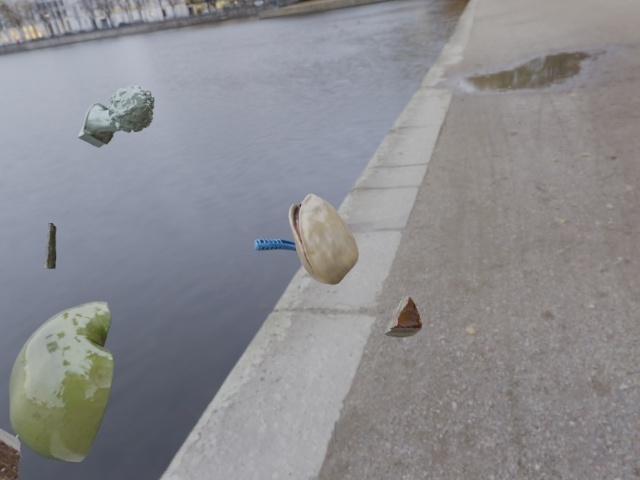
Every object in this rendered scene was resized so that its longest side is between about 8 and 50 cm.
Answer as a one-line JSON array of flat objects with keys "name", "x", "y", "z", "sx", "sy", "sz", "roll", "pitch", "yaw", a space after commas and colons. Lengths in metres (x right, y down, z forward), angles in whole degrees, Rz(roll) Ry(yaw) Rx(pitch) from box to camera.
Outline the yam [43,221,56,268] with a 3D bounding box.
[{"name": "yam", "x": -0.730, "y": 0.013, "z": 1.354, "sx": 0.033, "sy": 0.129, "sz": 0.027, "roll": 10, "pitch": 7, "yaw": 4}]

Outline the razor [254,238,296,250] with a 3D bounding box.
[{"name": "razor", "x": -0.061, "y": 0.012, "z": 1.397, "sx": 0.254, "sy": 0.042, "sz": 0.082, "roll": 0, "pitch": 18, "yaw": -22}]

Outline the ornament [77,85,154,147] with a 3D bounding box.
[{"name": "ornament", "x": -0.603, "y": -0.348, "z": 1.441, "sx": 0.286, "sy": 0.120, "sz": 0.130, "roll": -17, "pitch": 59, "yaw": 28}]

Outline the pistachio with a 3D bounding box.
[{"name": "pistachio", "x": 0.000, "y": 0.000, "z": 1.243, "sx": 0.158, "sy": 0.229, "sz": 0.157, "roll": -26, "pitch": 1, "yaw": 1}]

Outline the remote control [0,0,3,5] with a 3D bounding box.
[{"name": "remote control", "x": -0.780, "y": -0.482, "z": 1.016, "sx": 0.231, "sy": 0.049, "sz": 0.090, "roll": -19, "pitch": 40, "yaw": -14}]

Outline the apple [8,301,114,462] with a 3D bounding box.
[{"name": "apple", "x": -0.619, "y": 0.361, "z": 1.247, "sx": 0.312, "sy": 0.360, "sz": 0.320, "roll": 34, "pitch": 20, "yaw": 7}]

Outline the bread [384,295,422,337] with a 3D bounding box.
[{"name": "bread", "x": 0.168, "y": 0.162, "z": 0.979, "sx": 0.062, "sy": 0.043, "sz": 0.109, "roll": 39, "pitch": 39, "yaw": 3}]

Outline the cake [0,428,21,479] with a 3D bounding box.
[{"name": "cake", "x": -0.428, "y": 0.274, "z": 0.553, "sx": 0.135, "sy": 0.135, "sz": 0.147, "roll": -29, "pitch": 34, "yaw": 3}]
